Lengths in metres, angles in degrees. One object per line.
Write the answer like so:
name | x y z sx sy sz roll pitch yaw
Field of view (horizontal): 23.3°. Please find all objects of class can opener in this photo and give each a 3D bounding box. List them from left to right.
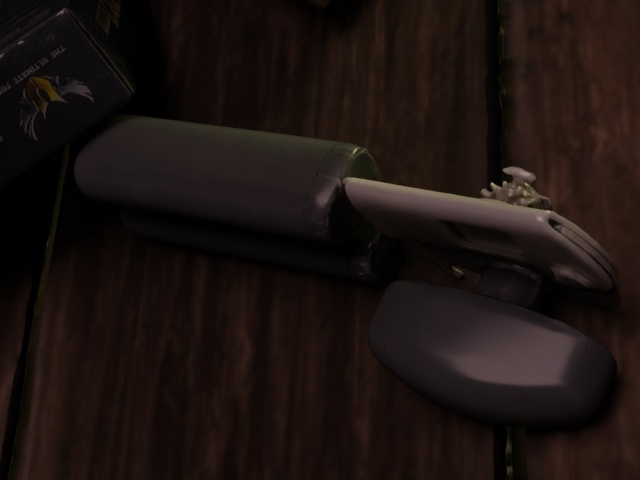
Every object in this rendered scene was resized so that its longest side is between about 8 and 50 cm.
can opener | 0.000 0.000 0.663 0.280 0.074 0.093 16 70 39

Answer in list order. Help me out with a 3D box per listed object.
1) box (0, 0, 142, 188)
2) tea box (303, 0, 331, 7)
box | -0.200 -0.062 0.801 0.232 0.059 0.183 -32 25 9
tea box | -0.046 -0.345 0.813 0.329 0.220 0.323 31 79 42
